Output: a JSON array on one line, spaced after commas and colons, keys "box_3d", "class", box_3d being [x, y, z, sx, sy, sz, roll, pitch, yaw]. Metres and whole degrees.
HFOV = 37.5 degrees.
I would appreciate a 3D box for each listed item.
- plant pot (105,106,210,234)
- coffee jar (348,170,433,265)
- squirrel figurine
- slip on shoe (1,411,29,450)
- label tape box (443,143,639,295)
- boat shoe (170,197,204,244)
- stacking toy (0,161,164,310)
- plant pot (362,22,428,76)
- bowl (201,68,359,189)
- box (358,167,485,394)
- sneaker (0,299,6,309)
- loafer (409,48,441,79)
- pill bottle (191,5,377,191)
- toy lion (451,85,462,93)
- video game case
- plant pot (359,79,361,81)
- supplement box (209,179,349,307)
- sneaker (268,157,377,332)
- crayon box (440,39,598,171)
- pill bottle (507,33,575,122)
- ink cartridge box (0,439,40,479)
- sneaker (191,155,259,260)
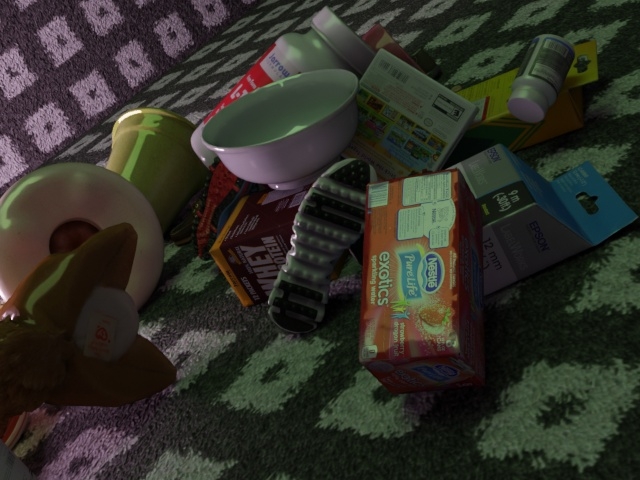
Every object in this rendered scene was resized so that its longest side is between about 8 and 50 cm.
[{"box_3d": [-0.416, -0.132, 2.249, 0.276, 0.276, 0.253, -14, 39, 34], "class": "plant pot"}, {"box_3d": [0.125, -0.039, 1.568, 0.184, 0.096, 0.079, -26, 25, 8], "class": "coffee jar"}, {"box_3d": [-0.497, 0.179, 1.543, 0.371, 0.281, 0.397, -10, 15, 39], "class": "squirrel figurine"}, {"box_3d": [-0.613, 0.353, 1.639, 0.123, 0.101, 0.331, -20, 23, 28], "class": "slip on shoe"}, {"box_3d": [0.253, -0.037, 1.392, 0.348, 0.115, 0.249, -27, 23, 10], "class": "label tape box"}, {"box_3d": [-0.254, -0.068, 2.120, 0.207, 0.073, 0.073, -33, 24, -3], "class": "boat shoe"}, {"box_3d": [-0.558, 0.051, 2.059, 0.351, 0.350, 0.480, -41, 6, -24], "class": "stacking toy"}, {"box_3d": [0.131, -0.358, 2.127, 0.180, 0.201, 0.201, -41, 21, 12], "class": "plant pot"}, {"box_3d": [-0.052, -0.181, 1.677, 0.298, 0.134, 0.298, -16, 27, 9], "class": "bowl"}, {"box_3d": [0.131, 0.053, 1.186, 0.128, 0.122, 0.256, -9, 59, 23], "class": "box"}, {"box_3d": [-0.755, 0.174, 2.155, 0.099, 0.121, 0.262, -6, 33, 43], "class": "sneaker"}, {"box_3d": [0.181, -0.420, 2.303, 0.251, 0.087, 0.094, -4, 33, 46], "class": "loafer"}, {"box_3d": [-0.064, -0.287, 2.001, 0.407, 0.229, 0.229, -46, 20, 12], "class": "pill bottle"}, {"box_3d": [0.292, -0.287, 1.974, 0.100, 0.034, 0.096, -36, 31, -13], "class": "toy lion"}, {"box_3d": [0.141, -0.207, 1.707, 0.227, 0.026, 0.206, 37, 100, 25], "class": "video game case"}, {"box_3d": [0.129, -0.227, 1.860, 0.167, 0.165, 0.167, -22, 24, 11], "class": "plant pot"}, {"box_3d": [-0.060, -0.008, 1.682, 0.194, 0.129, 0.191, -19, 25, 25], "class": "supplement box"}, {"box_3d": [0.000, 0.000, 1.501, 0.292, 0.110, 0.118, -64, 4, 11], "class": "sneaker"}, {"box_3d": [0.364, -0.244, 1.726, 0.319, 0.081, 0.202, -19, 25, 26], "class": "crayon box"}, {"box_3d": [0.368, -0.271, 1.580, 0.078, 0.078, 0.137, 1, 57, 51], "class": "pill bottle"}, {"box_3d": [-0.458, 0.368, 1.359, 0.063, 0.150, 0.109, -32, 22, 5], "class": "ink cartridge box"}, {"box_3d": [-0.164, -0.080, 1.855, 0.125, 0.261, 0.104, -4, 42, -42], "class": "sneaker"}]
